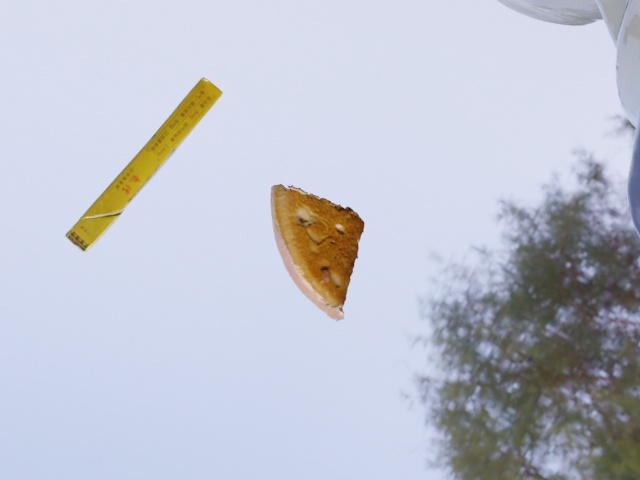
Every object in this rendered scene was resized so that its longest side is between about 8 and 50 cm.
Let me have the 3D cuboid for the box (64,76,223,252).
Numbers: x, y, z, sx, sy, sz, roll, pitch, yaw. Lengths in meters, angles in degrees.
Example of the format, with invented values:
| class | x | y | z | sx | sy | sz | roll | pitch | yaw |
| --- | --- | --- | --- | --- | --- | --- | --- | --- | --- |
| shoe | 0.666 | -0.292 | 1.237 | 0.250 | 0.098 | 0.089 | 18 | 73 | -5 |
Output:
| class | x | y | z | sx | sy | sz | roll | pitch | yaw |
| --- | --- | --- | --- | --- | --- | --- | --- | --- | --- |
| box | -0.239 | -0.104 | 1.460 | 0.041 | 0.279 | 0.153 | 40 | 177 | -10 |

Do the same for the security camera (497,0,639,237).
| class | x | y | z | sx | sy | sz | roll | pitch | yaw |
| --- | --- | --- | --- | --- | --- | --- | --- | --- | --- |
| security camera | 0.172 | -0.143 | 0.482 | 0.191 | 0.197 | 0.277 | -24 | -128 | -19 |

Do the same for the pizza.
| class | x | y | z | sx | sy | sz | roll | pitch | yaw |
| --- | --- | --- | --- | --- | --- | --- | --- | --- | --- |
| pizza | 0.000 | 0.000 | 1.302 | 0.131 | 0.041 | 0.178 | -43 | -76 | -37 |
